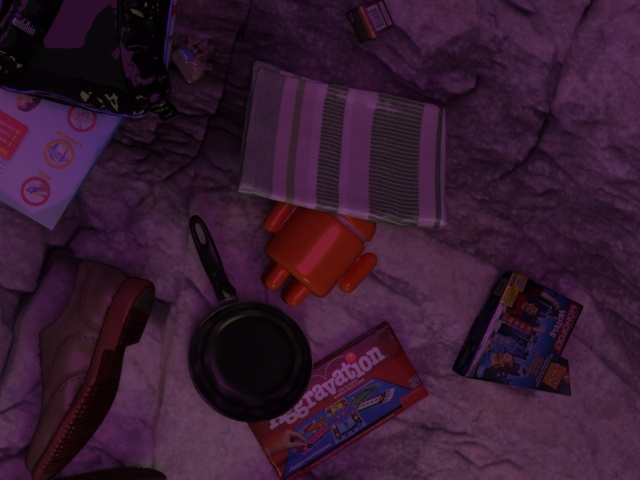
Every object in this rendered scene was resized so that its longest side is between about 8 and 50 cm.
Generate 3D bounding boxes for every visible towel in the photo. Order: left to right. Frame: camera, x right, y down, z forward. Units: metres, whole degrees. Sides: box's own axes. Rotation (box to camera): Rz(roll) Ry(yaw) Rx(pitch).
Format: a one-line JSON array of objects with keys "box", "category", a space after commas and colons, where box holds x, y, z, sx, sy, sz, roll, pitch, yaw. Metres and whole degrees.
[{"box": [0.041, -0.145, 1.686, 0.324, 0.038, 0.248, 12, 57, -14], "category": "towel"}]

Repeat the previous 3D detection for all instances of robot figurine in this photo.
[{"box": [0.001, 0.001, 1.708, 0.158, 0.128, 0.219, 36, 85, 28], "category": "robot figurine"}]

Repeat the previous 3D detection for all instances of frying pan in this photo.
[{"box": [-0.151, 0.139, 1.714, 0.197, 0.053, 0.326, -41, 92, 10], "category": "frying pan"}]

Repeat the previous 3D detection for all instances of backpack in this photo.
[{"box": [-0.308, -0.319, 1.465, 0.276, 0.213, 0.263, 11, 109, -20], "category": "backpack"}]

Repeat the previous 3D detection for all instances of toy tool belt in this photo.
[{"box": [-0.200, -0.287, 1.677, 0.051, 0.052, 0.083, -43, 109, -39], "category": "toy tool belt"}]

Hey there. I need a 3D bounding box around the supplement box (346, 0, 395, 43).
[{"box": [0.078, -0.345, 1.714, 0.043, 0.083, 0.055, -28, 101, -10], "category": "supplement box"}]

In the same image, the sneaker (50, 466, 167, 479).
[{"box": [-0.367, 0.441, 1.673, 0.282, 0.099, 0.153, -9, 92, -6], "category": "sneaker"}]

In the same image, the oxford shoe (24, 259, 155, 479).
[{"box": [-0.375, 0.196, 1.660, 0.130, 0.123, 0.348, 26, 90, 12], "category": "oxford shoe"}]

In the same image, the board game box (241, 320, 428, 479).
[{"box": [0.024, 0.265, 1.790, 0.281, 0.027, 0.145, -31, 100, -9], "category": "board game box"}]

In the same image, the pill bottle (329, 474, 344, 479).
[{"box": [-0.038, 0.486, 1.738, 0.245, 0.136, 0.136, -36, 102, -8], "category": "pill bottle"}]

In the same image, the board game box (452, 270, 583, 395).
[{"box": [0.351, 0.174, 1.843, 0.194, 0.060, 0.194, 26, 89, -16], "category": "board game box"}]

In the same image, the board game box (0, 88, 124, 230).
[{"box": [-0.443, -0.221, 1.599, 0.308, 0.086, 0.302, 33, 87, -14], "category": "board game box"}]
